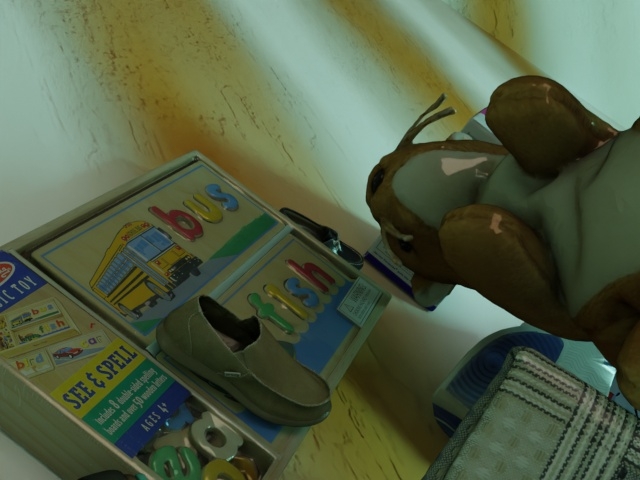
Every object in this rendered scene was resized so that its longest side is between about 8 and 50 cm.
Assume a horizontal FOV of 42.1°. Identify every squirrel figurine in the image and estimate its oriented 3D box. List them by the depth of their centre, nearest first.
[{"bbox_3d":[0.244,-0.002,0.748,0.397,0.280,0.370,12,-7,-38],"label":"squirrel figurine"}]

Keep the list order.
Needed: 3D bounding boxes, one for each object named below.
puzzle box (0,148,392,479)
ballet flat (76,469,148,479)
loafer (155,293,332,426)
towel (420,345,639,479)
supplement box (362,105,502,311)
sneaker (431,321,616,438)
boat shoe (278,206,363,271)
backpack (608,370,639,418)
[{"bbox_3d":[-0.107,0.062,0.717,0.272,0.052,0.409,36,27,4],"label":"puzzle box"},{"bbox_3d":[-0.092,0.240,0.417,0.096,0.095,0.280,-10,37,-31],"label":"ballet flat"},{"bbox_3d":[-0.050,0.090,0.623,0.148,0.050,0.056,28,29,-13],"label":"loafer"},{"bbox_3d":[0.156,0.268,0.462,0.312,0.324,0.056,36,-16,3],"label":"towel"},{"bbox_3d":[0.169,-0.040,1.000,0.114,0.220,0.111,39,28,8],"label":"supplement box"},{"bbox_3d":[0.251,0.145,0.910,0.316,0.182,0.127,-34,66,-30],"label":"sneaker"},{"bbox_3d":[0.000,0.000,0.948,0.125,0.038,0.046,26,29,-16],"label":"boat shoe"},{"bbox_3d":[0.478,0.186,1.020,0.264,0.213,0.276,7,40,-25],"label":"backpack"}]
